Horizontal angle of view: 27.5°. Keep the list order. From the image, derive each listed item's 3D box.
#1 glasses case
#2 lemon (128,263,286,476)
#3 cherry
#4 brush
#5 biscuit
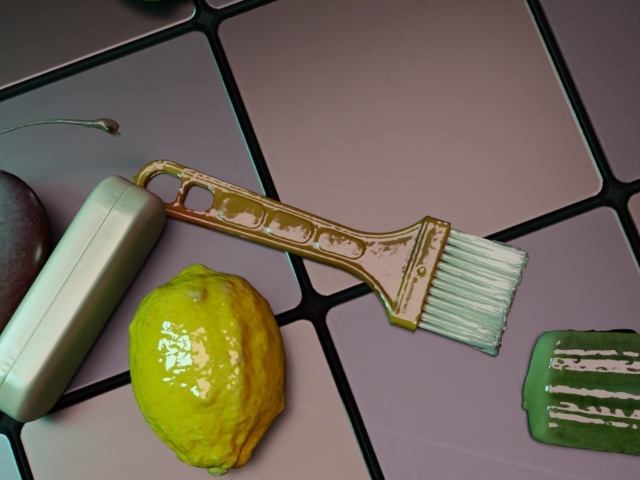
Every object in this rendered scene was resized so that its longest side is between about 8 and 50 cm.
[{"bbox_3d":[-0.184,0.043,0.977,0.050,0.083,0.196,30,81,6],"label":"glasses case"},{"bbox_3d":[-0.081,0.093,0.950,0.114,0.114,0.155,-11,86,0],"label":"lemon"},{"bbox_3d":[-0.235,0.006,0.973,0.188,0.115,0.148,-5,61,-4],"label":"cherry"},{"bbox_3d":[0.000,0.000,1.013,0.314,0.017,0.090,18,79,6],"label":"brush"},{"bbox_3d":[0.314,0.119,0.970,0.322,0.038,0.099,5,83,3],"label":"biscuit"}]
